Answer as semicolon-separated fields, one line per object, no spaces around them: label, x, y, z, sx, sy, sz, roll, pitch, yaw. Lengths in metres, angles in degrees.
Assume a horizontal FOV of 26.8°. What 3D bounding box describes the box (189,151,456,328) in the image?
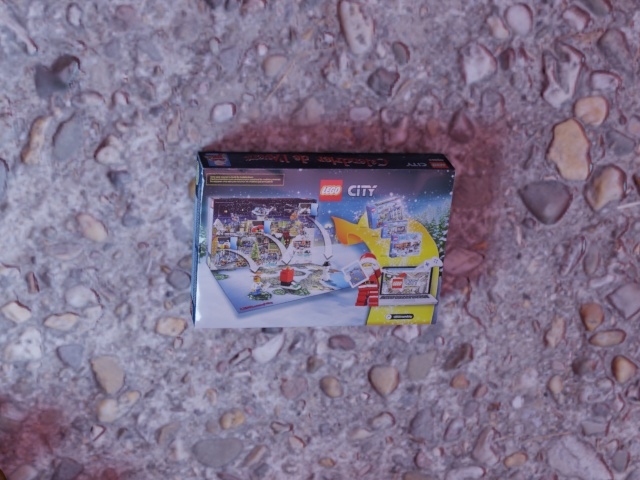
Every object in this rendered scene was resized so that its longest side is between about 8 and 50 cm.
box;0.000;0.000;1.234;0.233;0.044;0.159;0;113;-12

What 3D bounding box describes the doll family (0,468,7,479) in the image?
doll family;-0.350;0.276;1.238;0.163;0.118;0.263;-35;116;4
